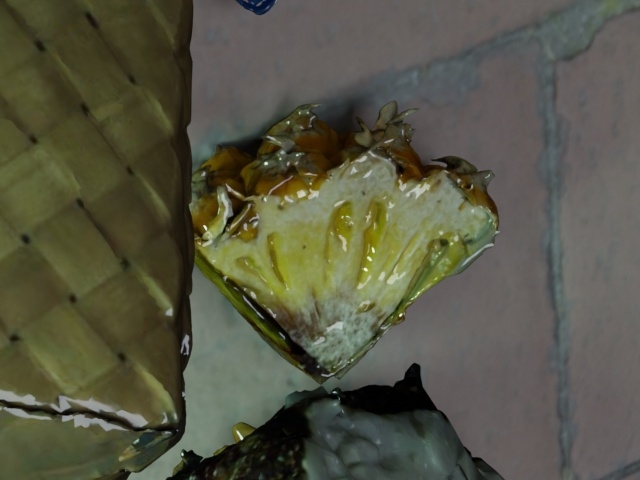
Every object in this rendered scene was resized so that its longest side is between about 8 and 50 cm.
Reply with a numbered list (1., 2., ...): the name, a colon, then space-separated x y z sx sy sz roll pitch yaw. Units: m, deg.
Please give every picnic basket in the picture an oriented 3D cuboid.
1. picnic basket: -0.223 0.012 0.924 0.293 0.337 0.337 14 100 -26

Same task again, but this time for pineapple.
1. pineapple: 0.000 0.000 1.189 0.236 0.114 0.186 -8 113 -22

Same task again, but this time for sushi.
1. sushi: 0.012 0.212 1.199 0.207 0.234 0.348 -25 152 26

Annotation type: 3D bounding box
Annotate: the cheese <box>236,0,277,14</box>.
1. cheese: 0.011 -0.269 1.102 0.177 0.069 0.270 37 85 -38
